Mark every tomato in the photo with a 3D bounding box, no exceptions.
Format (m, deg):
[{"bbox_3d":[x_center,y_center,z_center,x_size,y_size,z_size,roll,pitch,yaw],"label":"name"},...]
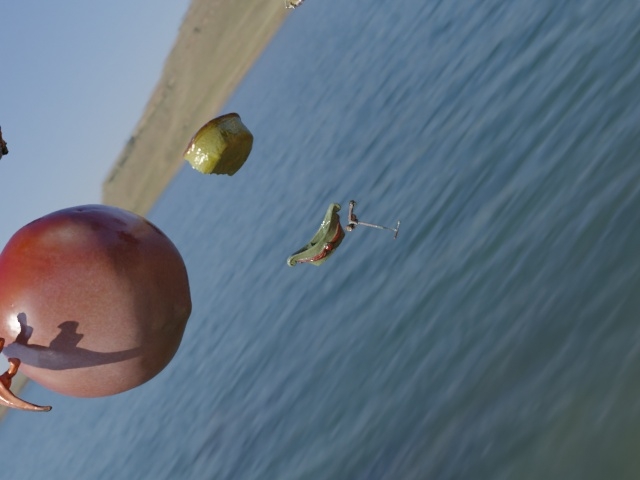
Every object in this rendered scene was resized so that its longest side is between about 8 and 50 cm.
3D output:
[{"bbox_3d":[-0.361,0.101,1.696,0.321,0.321,0.321,-53,9,12],"label":"tomato"}]

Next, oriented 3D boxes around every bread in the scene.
[{"bbox_3d":[-0.190,-0.186,2.033,0.125,0.086,0.156,-46,-14,12],"label":"bread"}]

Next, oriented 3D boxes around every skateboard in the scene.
[{"bbox_3d":[0.082,-0.034,1.621,0.064,0.083,0.032,93,-168,-55],"label":"skateboard"}]

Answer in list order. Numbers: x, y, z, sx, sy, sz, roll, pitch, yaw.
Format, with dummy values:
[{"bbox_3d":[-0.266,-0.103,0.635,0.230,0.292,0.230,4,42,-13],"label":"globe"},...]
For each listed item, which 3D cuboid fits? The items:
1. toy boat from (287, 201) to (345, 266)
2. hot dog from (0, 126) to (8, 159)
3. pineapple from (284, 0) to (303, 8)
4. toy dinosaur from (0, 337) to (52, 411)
[{"bbox_3d":[0.001,0.000,2.453,0.185,0.071,0.089,-51,16,2],"label":"toy boat"},{"bbox_3d":[-0.665,-0.212,2.105,0.055,0.072,0.188,-34,-9,-19],"label":"hot dog"},{"bbox_3d":[-0.067,-0.535,1.680,0.209,0.286,0.344,-32,12,34],"label":"pineapple"},{"bbox_3d":[-0.505,0.185,1.542,0.055,0.279,0.101,3,-66,-59],"label":"toy dinosaur"}]
